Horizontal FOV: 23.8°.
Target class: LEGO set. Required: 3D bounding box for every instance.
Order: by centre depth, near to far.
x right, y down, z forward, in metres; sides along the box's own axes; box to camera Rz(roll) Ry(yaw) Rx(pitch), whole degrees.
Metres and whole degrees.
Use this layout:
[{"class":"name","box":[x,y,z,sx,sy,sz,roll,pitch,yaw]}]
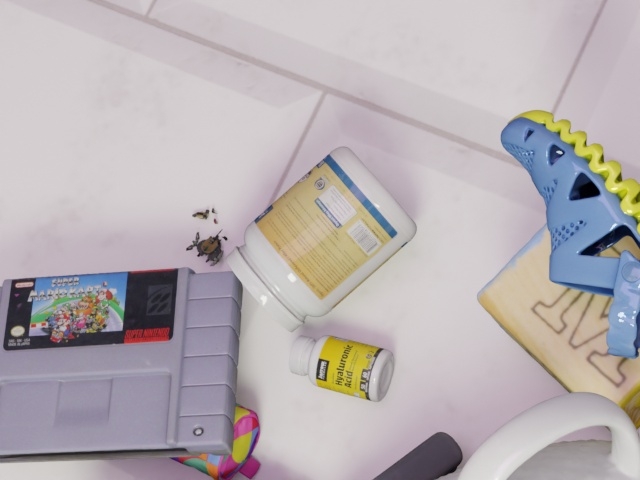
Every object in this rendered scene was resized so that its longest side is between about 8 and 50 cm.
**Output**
[{"class":"LEGO set","box":[-0.141,0.000,1.935,0.054,0.023,0.083,2,63,15]}]

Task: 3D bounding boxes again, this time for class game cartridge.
[{"class":"game cartridge","box":[-0.273,0.148,1.815,0.355,0.068,0.230,-4,67,12]}]

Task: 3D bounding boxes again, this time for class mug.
[{"class":"mug","box":[0.227,0.313,1.543,0.328,0.374,0.276,-20,39,-20]}]

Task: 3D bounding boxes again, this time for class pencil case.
[{"class":"pencil case","box":[-0.186,0.216,1.847,0.236,0.104,0.104,22,83,22]}]

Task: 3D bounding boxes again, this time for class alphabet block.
[{"class":"alphabet block","box":[0.321,0.079,1.682,0.193,0.192,0.197,-46,67,3]}]

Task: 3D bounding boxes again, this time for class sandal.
[{"class":"sandal","box":[0.283,-0.002,1.553,0.138,0.126,0.317,-42,66,7]}]

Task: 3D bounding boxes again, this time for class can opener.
[{"class":"can opener","box":[0.027,0.297,1.725,0.283,0.076,0.095,-34,74,-16]}]

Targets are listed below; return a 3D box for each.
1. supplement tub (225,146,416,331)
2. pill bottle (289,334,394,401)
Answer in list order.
[{"class":"supplement tub","box":[0.000,0.000,1.823,0.199,0.144,0.144,-41,68,2]},{"class":"pill bottle","box":[0.024,0.150,1.818,0.116,0.065,0.065,12,79,20]}]
